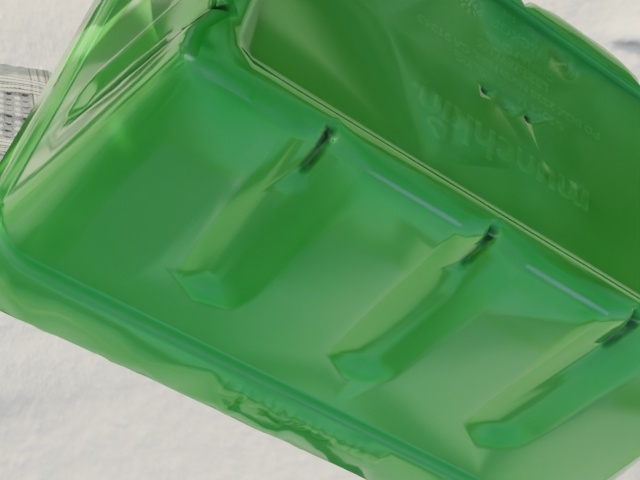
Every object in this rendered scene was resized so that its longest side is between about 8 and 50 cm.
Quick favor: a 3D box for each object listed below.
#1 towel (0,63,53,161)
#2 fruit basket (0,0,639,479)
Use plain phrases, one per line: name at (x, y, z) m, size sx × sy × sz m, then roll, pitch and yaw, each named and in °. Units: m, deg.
towel at (-0.426, -0.140, 0.918) m, size 0.324 × 0.312 × 0.056 m, roll 9°, pitch 121°, yaw -20°
fruit basket at (0.000, 0.000, 0.555) m, size 0.392 × 0.392 × 0.283 m, roll 26°, pitch 52°, yaw -14°
